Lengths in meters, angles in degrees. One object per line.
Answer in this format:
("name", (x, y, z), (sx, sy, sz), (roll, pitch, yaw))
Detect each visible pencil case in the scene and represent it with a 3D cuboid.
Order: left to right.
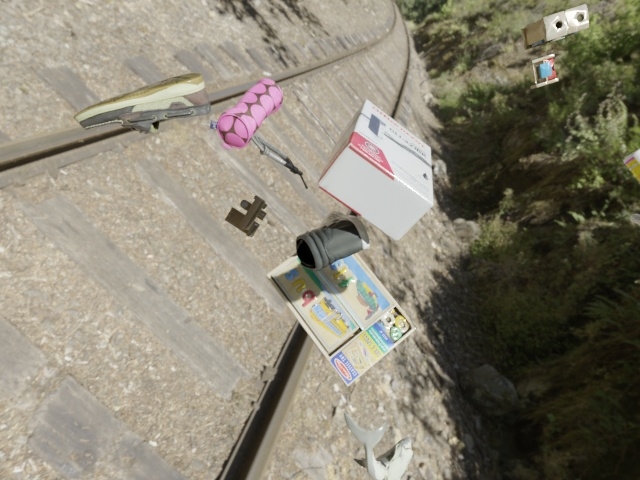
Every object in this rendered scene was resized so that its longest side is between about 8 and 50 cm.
("pencil case", (-0.163, -0.296, 0.956), (0.095, 0.098, 0.209), (29, 46, -1))

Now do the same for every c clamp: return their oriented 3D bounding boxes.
("c clamp", (-0.102, -0.202, 0.985), (0.160, 0.022, 0.137), (28, 24, -39))

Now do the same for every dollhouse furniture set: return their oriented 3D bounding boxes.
("dollhouse furniture set", (-0.273, -0.105, 1.440), (0.123, 0.144, 0.151), (32, 2, 5))
("dollhouse furniture set", (0.712, -0.575, 1.232), (0.129, 0.128, 0.184), (-94, 167, -76))

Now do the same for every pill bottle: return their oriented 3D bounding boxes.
("pill bottle", (0.576, -0.120, 0.716), (0.043, 0.043, 0.084), (7, 54, -56))

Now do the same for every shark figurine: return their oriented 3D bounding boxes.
("shark figurine", (0.123, 0.519, 0.972), (0.278, 0.116, 0.167), (48, 55, -44))

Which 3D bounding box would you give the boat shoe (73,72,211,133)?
("boat shoe", (-0.290, -0.211, 0.676), (0.080, 0.223, 0.074), (-98, 171, -60))

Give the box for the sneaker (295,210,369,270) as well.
("sneaker", (0.000, 0.000, 0.991), (0.295, 0.146, 0.105), (-169, -121, -76))

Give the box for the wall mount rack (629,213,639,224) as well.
("wall mount rack", (0.715, -0.076, 0.662), (0.130, 0.303, 0.351), (-38, 134, -47))

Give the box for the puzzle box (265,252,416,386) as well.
("puzzle box", (0.057, 0.188, 1.245), (0.409, 0.272, 0.052), (51, -10, 11))

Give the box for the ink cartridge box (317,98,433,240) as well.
("ink cartridge box", (0.126, -0.159, 0.864), (0.196, 0.114, 0.273), (34, 35, -11))
